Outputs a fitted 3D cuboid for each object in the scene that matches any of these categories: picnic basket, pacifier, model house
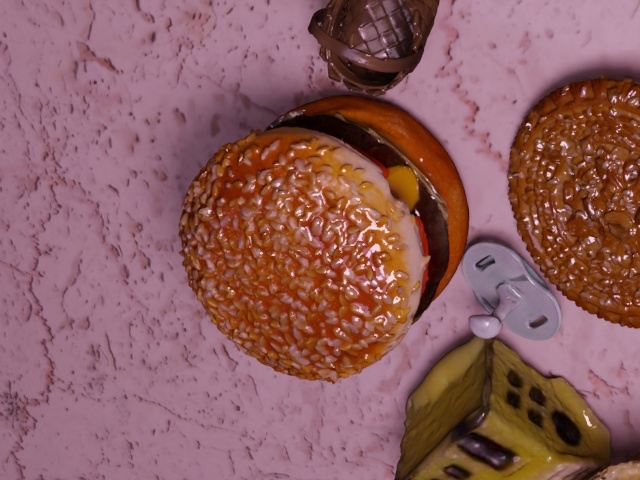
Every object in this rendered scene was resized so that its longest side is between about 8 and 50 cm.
[{"bbox_3d":[0.056,-0.233,1.573,0.128,0.178,0.137,23,119,10],"label":"picnic basket"},{"bbox_3d":[0.218,0.078,1.681,0.150,0.116,0.127,51,148,-8],"label":"pacifier"},{"bbox_3d":[0.238,0.258,1.734,0.234,0.174,0.193,29,126,-19],"label":"model house"}]

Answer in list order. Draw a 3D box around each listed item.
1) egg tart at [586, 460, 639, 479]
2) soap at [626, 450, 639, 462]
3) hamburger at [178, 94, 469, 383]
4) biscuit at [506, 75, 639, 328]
[{"bbox_3d":[0.394,0.394,1.545,0.315,0.120,0.315,13,118,26],"label":"egg tart"},{"bbox_3d":[0.530,0.351,1.630,0.339,0.169,0.304,42,123,4],"label":"soap"},{"bbox_3d":[0.000,0.000,1.660,0.330,0.250,0.330,9,115,20],"label":"hamburger"},{"bbox_3d":[0.335,-0.039,1.562,0.305,0.038,0.305,22,124,37],"label":"biscuit"}]
